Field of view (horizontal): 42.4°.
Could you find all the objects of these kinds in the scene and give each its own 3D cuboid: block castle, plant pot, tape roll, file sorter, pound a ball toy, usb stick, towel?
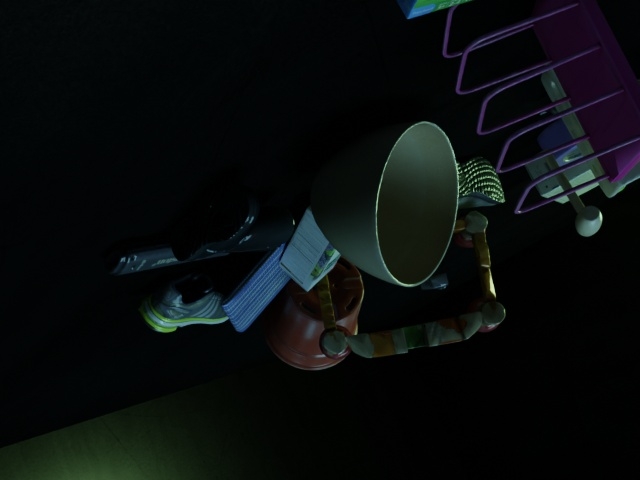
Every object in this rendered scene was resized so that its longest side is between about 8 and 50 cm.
[{"bbox_3d":[0.199,0.111,1.976,0.453,0.303,0.213,-11,173,1],"label":"block castle"},{"bbox_3d":[0.095,-0.071,1.460,0.190,0.284,0.284,8,-172,35],"label":"plant pot"},{"bbox_3d":[-0.008,0.173,2.204,0.272,0.272,0.265,-20,158,-20],"label":"plant pot"},{"bbox_3d":[0.634,-0.259,2.022,0.189,0.080,0.189,-25,167,-6],"label":"tape roll"},{"bbox_3d":[0.307,-0.210,1.166,0.182,0.291,0.202,-22,167,0],"label":"file sorter"},{"bbox_3d":[0.503,-0.195,1.504,0.208,0.319,0.136,-25,167,0],"label":"pound a ball toy"},{"bbox_3d":[-0.269,0.018,1.534,0.278,0.045,0.077,-10,161,-46],"label":"usb stick"},{"bbox_3d":[-0.130,0.089,1.884,0.243,0.040,0.336,-50,170,-12],"label":"towel"}]

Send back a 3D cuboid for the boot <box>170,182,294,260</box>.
[{"bbox_3d":[-0.125,-0.037,1.466,0.207,0.094,0.246,-10,164,-42],"label":"boot"}]

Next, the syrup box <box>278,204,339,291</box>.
[{"bbox_3d":[0.000,0.000,1.727,0.093,0.096,0.237,-41,168,-34],"label":"syrup box"}]

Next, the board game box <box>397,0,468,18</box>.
[{"bbox_3d":[0.191,-0.349,0.954,0.160,0.039,0.211,-20,165,-18],"label":"board game box"}]

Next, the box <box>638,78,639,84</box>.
[{"bbox_3d":[0.824,-0.369,1.743,0.215,0.168,0.345,-28,167,13],"label":"box"}]

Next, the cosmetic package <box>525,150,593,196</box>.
[{"bbox_3d":[0.693,-0.195,2.308,0.160,0.113,0.309,-30,167,22],"label":"cosmetic package"}]

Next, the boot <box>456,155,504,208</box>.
[{"bbox_3d":[0.279,-0.108,1.959,0.222,0.118,0.338,-26,162,35],"label":"boot"}]

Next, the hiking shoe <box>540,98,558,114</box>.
[{"bbox_3d":[0.568,-0.311,1.740,0.226,0.086,0.114,-12,176,-27],"label":"hiking shoe"}]

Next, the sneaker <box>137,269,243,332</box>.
[{"bbox_3d":[-0.258,0.122,1.841,0.121,0.111,0.300,-44,163,33],"label":"sneaker"}]
